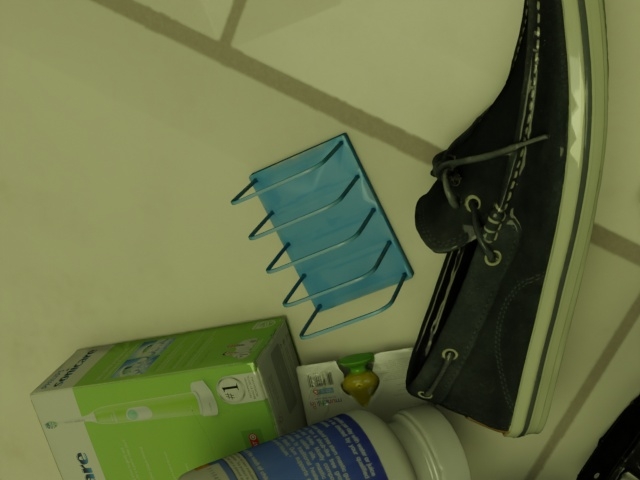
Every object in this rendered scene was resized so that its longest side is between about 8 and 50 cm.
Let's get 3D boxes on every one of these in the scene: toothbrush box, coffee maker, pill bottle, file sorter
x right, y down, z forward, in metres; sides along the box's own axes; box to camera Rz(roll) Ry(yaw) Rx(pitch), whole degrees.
[{"bbox_3d":[-0.155,0.221,1.169,0.283,0.122,0.206,-12,107,19],"label":"toothbrush box"},{"bbox_3d":[0.379,0.246,1.030,0.178,0.120,0.171,34,115,0],"label":"coffee maker"},{"bbox_3d":[0.007,0.258,1.014,0.272,0.152,0.152,-17,109,-19],"label":"pill bottle"},{"bbox_3d":[0.000,0.000,1.051,0.118,0.104,0.170,-22,103,22],"label":"file sorter"}]

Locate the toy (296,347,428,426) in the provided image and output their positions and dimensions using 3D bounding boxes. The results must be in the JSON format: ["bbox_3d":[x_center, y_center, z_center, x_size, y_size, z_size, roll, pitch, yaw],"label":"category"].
[{"bbox_3d":[0.065,0.238,1.147,0.136,0.056,0.237,-11,100,11],"label":"toy"}]

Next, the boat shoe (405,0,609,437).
[{"bbox_3d":[0.167,-0.038,0.950,0.156,0.187,0.500,8,117,6],"label":"boat shoe"}]
